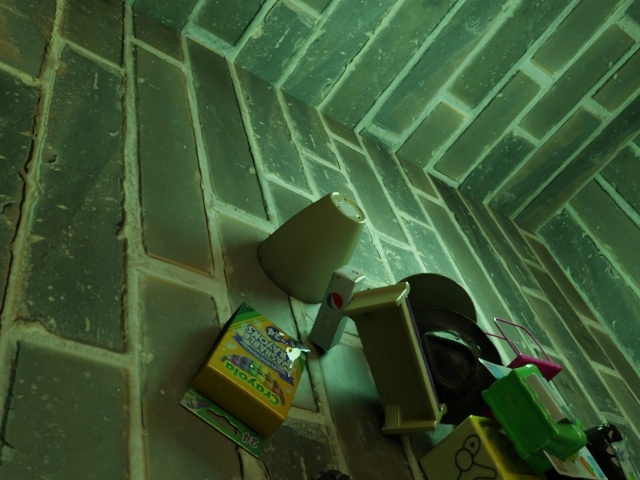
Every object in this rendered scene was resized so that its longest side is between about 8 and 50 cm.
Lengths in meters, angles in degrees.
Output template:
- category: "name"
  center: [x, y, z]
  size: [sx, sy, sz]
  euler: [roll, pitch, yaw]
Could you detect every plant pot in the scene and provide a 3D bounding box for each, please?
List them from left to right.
- category: "plant pot"
  center: [0.000, 0.000, 1.931]
  size: [0.257, 0.274, 0.256]
  euler: [32, 27, -18]
- category: "plant pot"
  center: [0.323, 0.259, 2.018]
  size: [0.284, 0.284, 0.191]
  euler: [50, -6, 20]

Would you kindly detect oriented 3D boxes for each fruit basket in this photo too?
- category: "fruit basket"
  center: [0.571, 0.442, 1.667]
  size: [0.353, 0.165, 0.327]
  euler: [19, 32, -43]

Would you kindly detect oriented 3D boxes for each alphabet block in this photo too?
- category: "alphabet block"
  center: [0.400, 0.571, 1.642]
  size: [0.194, 0.197, 0.192]
  euler: [17, 34, -40]

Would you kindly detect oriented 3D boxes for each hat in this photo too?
- category: "hat"
  center: [0.334, 0.330, 1.817]
  size: [0.331, 0.331, 0.134]
  euler: [51, -4, 21]

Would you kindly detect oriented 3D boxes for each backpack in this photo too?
- category: "backpack"
  center: [0.777, 0.727, 1.828]
  size: [0.273, 0.290, 0.355]
  euler: [28, 34, -45]

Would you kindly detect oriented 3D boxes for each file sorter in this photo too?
- category: "file sorter"
  center: [0.514, 0.394, 1.984]
  size: [0.202, 0.290, 0.182]
  euler: [20, 29, -37]

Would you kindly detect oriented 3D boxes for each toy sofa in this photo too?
- category: "toy sofa"
  center: [0.199, 0.291, 1.686]
  size: [0.177, 0.150, 0.362]
  euler: [-35, 109, -62]

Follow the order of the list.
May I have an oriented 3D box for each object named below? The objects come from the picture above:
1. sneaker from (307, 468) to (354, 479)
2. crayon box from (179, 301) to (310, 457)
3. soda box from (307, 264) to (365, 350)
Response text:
- category: "sneaker"
  center: [0.073, 0.570, 1.330]
  size: [0.101, 0.106, 0.267]
  euler: [-32, 51, -33]
- category: "crayon box"
  center: [-0.153, 0.293, 1.468]
  size: [0.203, 0.083, 0.323]
  euler: [37, 26, -6]
- category: "soda box"
  center: [0.042, 0.178, 1.757]
  size: [0.069, 0.216, 0.074]
  euler: [27, 21, 19]
